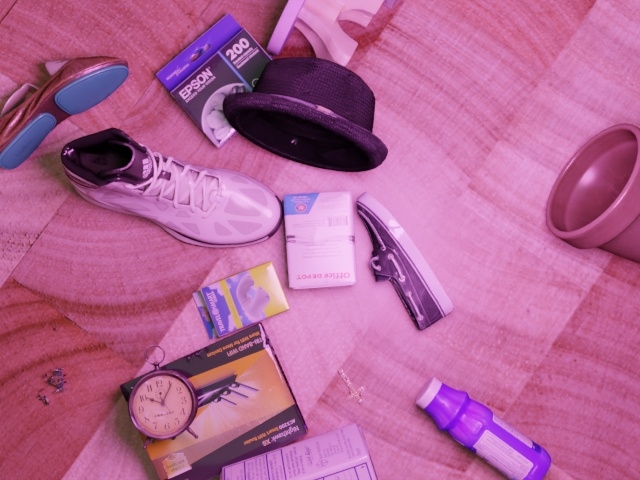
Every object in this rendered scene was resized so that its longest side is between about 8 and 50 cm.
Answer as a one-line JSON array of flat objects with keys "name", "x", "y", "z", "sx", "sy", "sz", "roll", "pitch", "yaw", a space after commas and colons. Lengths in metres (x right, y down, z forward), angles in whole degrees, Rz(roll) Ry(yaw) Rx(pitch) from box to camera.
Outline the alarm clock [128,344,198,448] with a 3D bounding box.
[{"name": "alarm clock", "x": -0.304, "y": 0.296, "z": 1.756, "sx": 0.129, "sy": 0.064, "sz": 0.192, "roll": -11, "pitch": 88, "yaw": -1}]

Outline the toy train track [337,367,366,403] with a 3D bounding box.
[{"name": "toy train track", "x": 0.063, "y": 0.299, "z": 1.869, "sx": 0.048, "sy": 0.014, "sz": 0.083, "roll": -34, "pitch": 87, "yaw": -3}]

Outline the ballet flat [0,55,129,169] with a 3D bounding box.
[{"name": "ballet flat", "x": -0.555, "y": -0.290, "z": 1.865, "sx": 0.342, "sy": 0.116, "sz": 0.124, "roll": -40, "pitch": 68, "yaw": 0}]

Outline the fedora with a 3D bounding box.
[{"name": "fedora", "x": -0.015, "y": -0.258, "z": 1.775, "sx": 0.334, "sy": 0.334, "sz": 0.153, "roll": 18, "pitch": 76, "yaw": 0}]

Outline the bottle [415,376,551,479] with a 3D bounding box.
[{"name": "bottle", "x": 0.320, "y": 0.380, "z": 1.816, "sx": 0.283, "sy": 0.118, "sz": 0.092, "roll": 36, "pitch": 87, "yaw": 1}]

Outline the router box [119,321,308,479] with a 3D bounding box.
[{"name": "router box", "x": -0.211, "y": 0.335, "z": 1.828, "sx": 0.308, "sy": 0.081, "sz": 0.243, "roll": -25, "pitch": 87, "yaw": -2}]

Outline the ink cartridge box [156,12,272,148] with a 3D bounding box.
[{"name": "ink cartridge box", "x": -0.200, "y": -0.332, "z": 1.873, "sx": 0.206, "sy": 0.045, "sz": 0.208, "roll": -41, "pitch": 88, "yaw": -2}]

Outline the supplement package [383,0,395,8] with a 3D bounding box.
[{"name": "supplement package", "x": 0.090, "y": -0.614, "z": 1.871, "sx": 0.244, "sy": 0.139, "sz": 0.134, "roll": 34, "pitch": 85, "yaw": 0}]

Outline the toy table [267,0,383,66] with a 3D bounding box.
[{"name": "toy table", "x": 0.018, "y": -0.453, "z": 1.818, "sx": 0.160, "sy": 0.274, "sz": 0.252, "roll": 30, "pitch": 51, "yaw": -6}]

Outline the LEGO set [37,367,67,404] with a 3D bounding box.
[{"name": "LEGO set", "x": -0.542, "y": 0.293, "z": 1.858, "sx": 0.083, "sy": 0.023, "sz": 0.054, "roll": -39, "pitch": 85, "yaw": 10}]

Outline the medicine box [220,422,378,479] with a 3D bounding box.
[{"name": "medicine box", "x": -0.017, "y": 0.534, "z": 1.748, "sx": 0.289, "sy": 0.149, "sz": 0.264, "roll": -17, "pitch": 105, "yaw": -2}]

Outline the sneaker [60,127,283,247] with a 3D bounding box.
[{"name": "sneaker", "x": -0.294, "y": -0.094, "z": 1.768, "sx": 0.447, "sy": 0.257, "sz": 0.169, "roll": 14, "pitch": 86, "yaw": 0}]

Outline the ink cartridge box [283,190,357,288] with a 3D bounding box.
[{"name": "ink cartridge box", "x": 0.000, "y": 0.000, "z": 1.855, "sx": 0.139, "sy": 0.082, "sz": 0.191, "roll": -3, "pitch": 87, "yaw": -1}]

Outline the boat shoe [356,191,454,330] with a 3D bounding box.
[{"name": "boat shoe", "x": 0.147, "y": 0.045, "z": 1.848, "sx": 0.102, "sy": 0.108, "sz": 0.301, "roll": -35, "pitch": 94, "yaw": -5}]

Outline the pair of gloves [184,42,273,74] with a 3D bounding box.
[{"name": "pair of gloves", "x": -0.189, "y": -0.355, "z": 1.906, "sx": 0.198, "sy": 0.023, "sz": 0.159, "roll": 39, "pitch": 86, "yaw": 1}]

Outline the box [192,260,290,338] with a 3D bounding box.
[{"name": "box", "x": -0.163, "y": 0.123, "z": 1.864, "sx": 0.178, "sy": 0.042, "sz": 0.109, "roll": -22, "pitch": 86, "yaw": -3}]

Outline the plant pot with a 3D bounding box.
[{"name": "plant pot", "x": 0.618, "y": -0.064, "z": 1.811, "sx": 0.229, "sy": 0.263, "sz": 0.263, "roll": 31, "pitch": 86, "yaw": -18}]
